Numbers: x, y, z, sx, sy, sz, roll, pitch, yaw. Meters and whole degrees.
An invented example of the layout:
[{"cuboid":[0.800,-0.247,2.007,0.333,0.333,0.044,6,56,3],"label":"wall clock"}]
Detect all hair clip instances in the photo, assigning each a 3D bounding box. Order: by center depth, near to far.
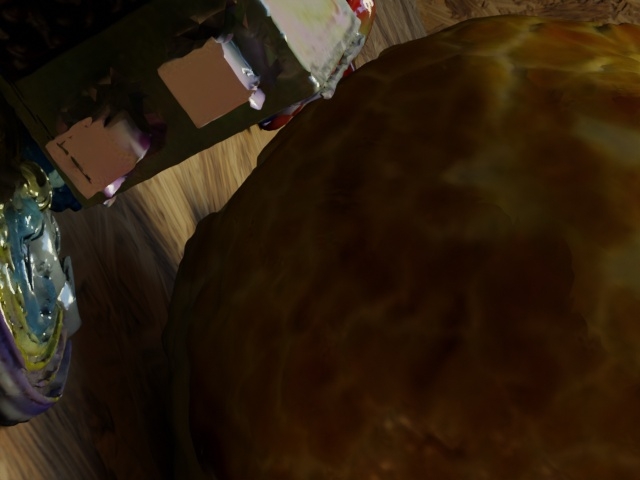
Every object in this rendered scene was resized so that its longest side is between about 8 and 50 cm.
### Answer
[{"cuboid":[-0.132,0.011,0.770,0.172,0.049,0.116,71,19,-47],"label":"hair clip"}]

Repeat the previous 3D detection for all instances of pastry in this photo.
[{"cuboid":[0.108,0.063,0.952,0.312,0.389,0.388,90,-14,-62],"label":"pastry"}]

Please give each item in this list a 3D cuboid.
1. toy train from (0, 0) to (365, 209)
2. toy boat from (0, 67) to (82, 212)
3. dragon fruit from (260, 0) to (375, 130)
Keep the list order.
[{"cuboid":[-0.077,-0.151,0.765,0.261,0.134,0.177,56,28,-16],"label":"toy train"},{"cuboid":[-0.142,-0.123,0.934,0.291,0.067,0.220,-52,120,-82],"label":"toy boat"},{"cuboid":[0.015,-0.247,1.564,0.286,0.228,0.329,49,20,-67],"label":"dragon fruit"}]
